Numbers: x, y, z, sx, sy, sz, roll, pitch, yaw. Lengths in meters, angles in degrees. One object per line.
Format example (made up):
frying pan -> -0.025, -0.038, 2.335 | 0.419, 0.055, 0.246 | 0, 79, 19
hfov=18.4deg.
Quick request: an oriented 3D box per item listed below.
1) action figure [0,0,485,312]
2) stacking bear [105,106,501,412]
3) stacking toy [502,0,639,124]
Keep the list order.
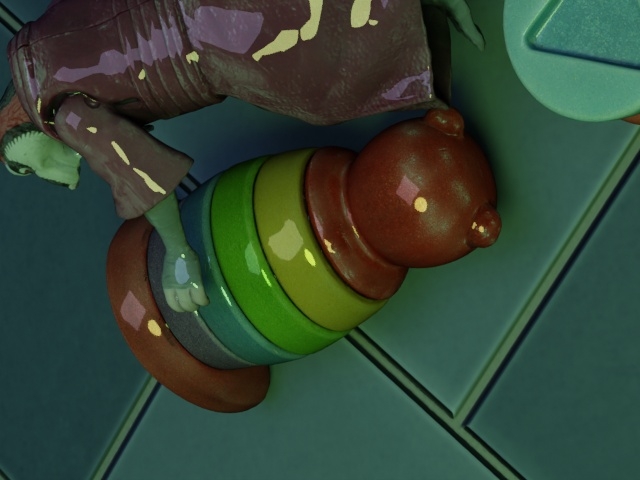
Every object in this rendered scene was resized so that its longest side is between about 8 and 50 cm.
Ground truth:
action figure -> -0.091, -0.129, 1.318 | 0.370, 0.275, 0.248 | -22, 59, 10
stacking bear -> 0.000, 0.000, 1.457 | 0.289, 0.164, 0.175 | -25, 76, 28
stacking toy -> 0.212, -0.230, 1.173 | 0.309, 0.130, 0.279 | -34, 71, 33
